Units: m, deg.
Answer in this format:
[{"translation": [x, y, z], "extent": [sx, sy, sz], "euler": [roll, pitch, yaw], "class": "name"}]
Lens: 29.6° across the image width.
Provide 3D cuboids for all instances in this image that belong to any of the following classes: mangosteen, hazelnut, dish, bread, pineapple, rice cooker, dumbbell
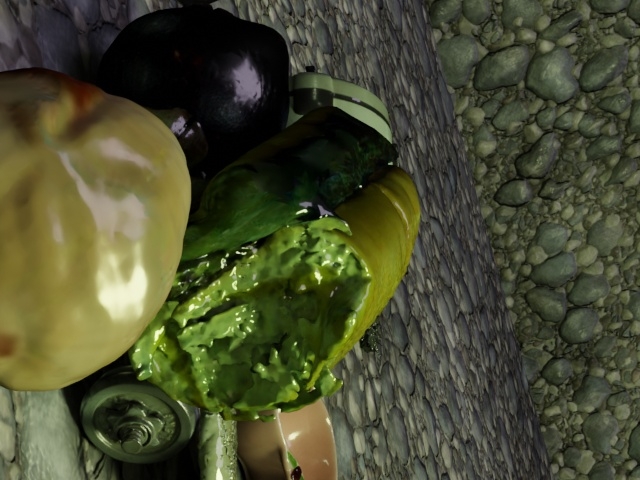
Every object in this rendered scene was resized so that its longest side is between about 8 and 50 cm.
[{"translation": [-0.141, -0.139, 1.309], "extent": [0.243, 0.243, 0.243], "euler": [-12, 90, -72], "class": "mangosteen"}, {"translation": [-0.229, -0.010, 0.958], "extent": [0.261, 0.241, 0.261], "euler": [19, 55, -30], "class": "hazelnut"}, {"translation": [-0.055, 0.248, 1.488], "extent": [0.213, 0.090, 0.213], "euler": [-13, 90, -75], "class": "dish"}, {"translation": [-0.031, 0.016, 1.179], "extent": [0.208, 0.251, 0.376], "euler": [46, 21, -5], "class": "bread"}, {"translation": [0.083, 0.135, 2.065], "extent": [0.058, 0.058, 0.124], "euler": [29, 65, -67], "class": "pineapple"}, {"translation": [-0.012, -0.080, 1.494], "extent": [0.226, 0.226, 0.244], "euler": [48, 33, -57], "class": "rice cooker"}, {"translation": [-0.105, 0.234, 1.262], "extent": [0.267, 0.040, 0.267], "euler": [178, -90, -86], "class": "bread"}, {"translation": [-0.171, 0.119, 1.216], "extent": [0.254, 0.110, 0.110], "euler": [-88, 158, -56], "class": "dumbbell"}]

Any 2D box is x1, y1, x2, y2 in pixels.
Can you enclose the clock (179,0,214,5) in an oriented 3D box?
[{"translation": [-0.184, -0.475, 1.623], "extent": [0.319, 0.066, 0.319], "euler": [-13, 90, -72], "class": "clock"}]
